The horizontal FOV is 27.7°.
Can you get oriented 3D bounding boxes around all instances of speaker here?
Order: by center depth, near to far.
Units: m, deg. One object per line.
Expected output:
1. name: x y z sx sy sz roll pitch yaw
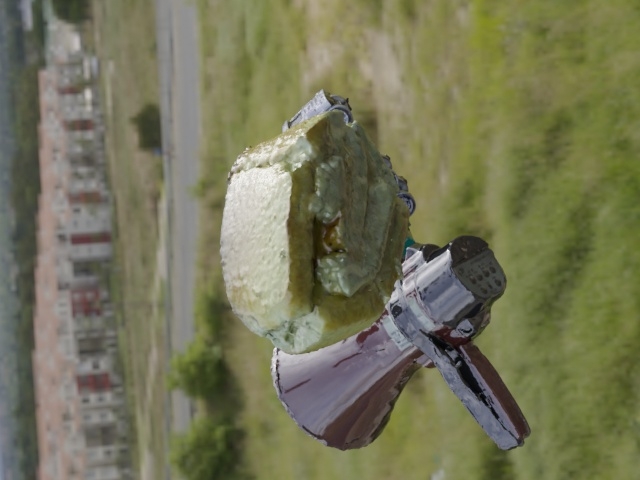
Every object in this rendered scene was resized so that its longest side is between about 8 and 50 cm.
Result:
1. speaker: 0.110 0.159 1.637 0.329 0.198 0.259 -35 58 45

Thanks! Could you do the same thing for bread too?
1. bread: 0.000 0.000 1.277 0.124 0.186 0.257 -29 38 36

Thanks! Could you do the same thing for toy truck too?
1. toy truck: 0.048 -0.083 1.810 0.253 0.124 0.114 51 -173 -15
